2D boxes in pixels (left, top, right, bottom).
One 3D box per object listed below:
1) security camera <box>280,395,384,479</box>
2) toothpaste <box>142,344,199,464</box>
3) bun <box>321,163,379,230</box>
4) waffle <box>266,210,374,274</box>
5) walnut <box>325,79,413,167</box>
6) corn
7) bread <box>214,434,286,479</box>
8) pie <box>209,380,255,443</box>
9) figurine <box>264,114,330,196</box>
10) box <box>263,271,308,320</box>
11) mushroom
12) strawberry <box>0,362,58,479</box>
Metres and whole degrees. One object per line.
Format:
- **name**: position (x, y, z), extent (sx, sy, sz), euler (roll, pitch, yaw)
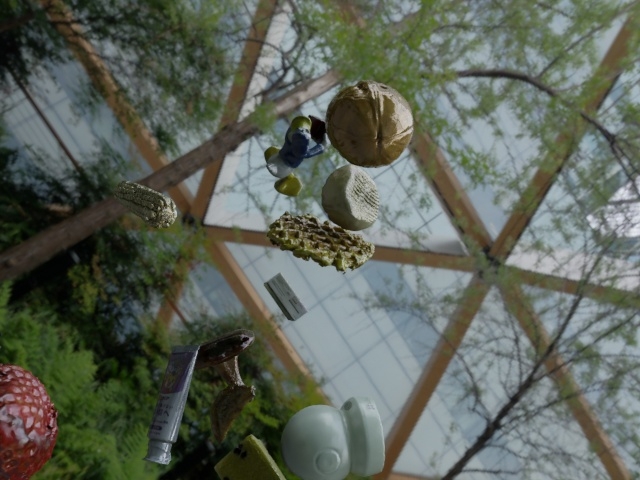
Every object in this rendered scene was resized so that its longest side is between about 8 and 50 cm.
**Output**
- **security camera**: position (0.021, 0.479, 1.532), extent (0.194, 0.236, 0.194), euler (175, -90, -77)
- **toothpaste**: position (-0.379, 0.409, 1.624), extent (0.114, 0.299, 0.073), euler (-11, -31, 43)
- **bun**: position (0.084, -0.120, 1.889), extent (0.128, 0.178, 0.193), euler (-5, -34, 42)
- **waffle**: position (0.000, 0.000, 1.867), extent (0.302, 0.325, 0.068), euler (24, -71, 16)
- **walnut**: position (0.092, -0.222, 1.213), extent (0.165, 0.165, 0.197), euler (61, 7, -19)
- **corn**: position (-0.439, -0.092, 1.609), extent (0.211, 0.087, 0.087), euler (25, -34, 43)
- **bread**: position (-0.128, 0.663, 1.599), extent (0.361, 0.138, 0.077), euler (43, -12, 42)
- **pie**: position (-0.232, 0.424, 1.634), extent (0.092, 0.170, 0.034), euler (42, 6, 28)
- **figurine**: position (-0.061, -0.320, 2.230), extent (0.204, 0.283, 0.338), euler (49, -10, -1)
- **box**: position (-0.098, 0.156, 1.755), extent (0.130, 0.051, 0.129), euler (56, -10, -1)
- **mushroom**: position (-0.276, 0.394, 1.906), extent (0.148, 0.227, 0.217), euler (171, -101, -79)
- **strawberry**: position (-0.508, 0.299, 1.020), extent (0.244, 0.205, 0.205), euler (-23, -78, 55)
